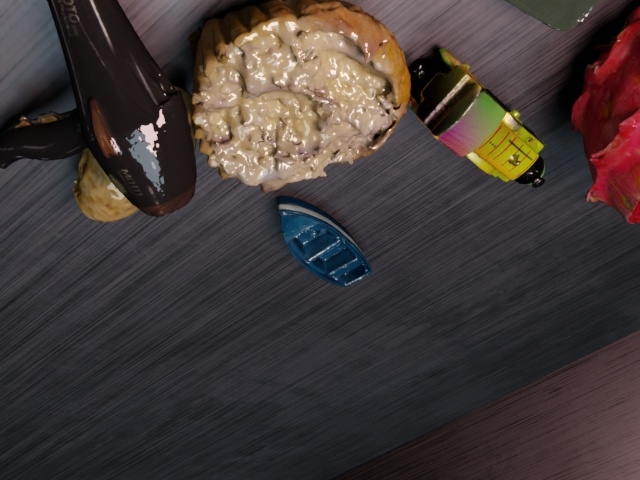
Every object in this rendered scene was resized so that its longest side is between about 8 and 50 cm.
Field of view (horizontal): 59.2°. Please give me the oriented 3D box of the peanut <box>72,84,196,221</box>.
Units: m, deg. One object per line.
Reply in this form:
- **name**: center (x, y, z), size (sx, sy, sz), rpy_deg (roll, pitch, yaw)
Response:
- **peanut**: center (-0.239, -0.109, 0.736), size (0.229, 0.098, 0.103), rpy_deg (-37, 162, 19)

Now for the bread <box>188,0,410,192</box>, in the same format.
- **bread**: center (-0.028, -0.184, 0.690), size (0.274, 0.149, 0.274), rpy_deg (-12, 150, -7)

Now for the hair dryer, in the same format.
- **hair dryer**: center (-0.324, -0.148, 0.628), size (0.359, 0.120, 0.304), rpy_deg (-11, 119, 21)

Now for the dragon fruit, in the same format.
- **dragon fruit**: center (0.530, -0.214, 0.837), size (0.371, 0.249, 0.386), rpy_deg (-26, 151, -19)

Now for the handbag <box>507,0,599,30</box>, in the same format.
- **handbag**: center (0.271, -0.384, 0.623), size (0.260, 0.079, 0.247), rpy_deg (10, 135, -34)

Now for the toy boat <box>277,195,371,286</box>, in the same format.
- **toy boat**: center (0.000, 0.000, 1.022), size (0.096, 0.062, 0.299), rpy_deg (-29, 144, 15)

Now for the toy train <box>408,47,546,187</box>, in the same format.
- **toy train**: center (0.240, -0.165, 0.833), size (0.296, 0.160, 0.100), rpy_deg (21, 122, -43)
